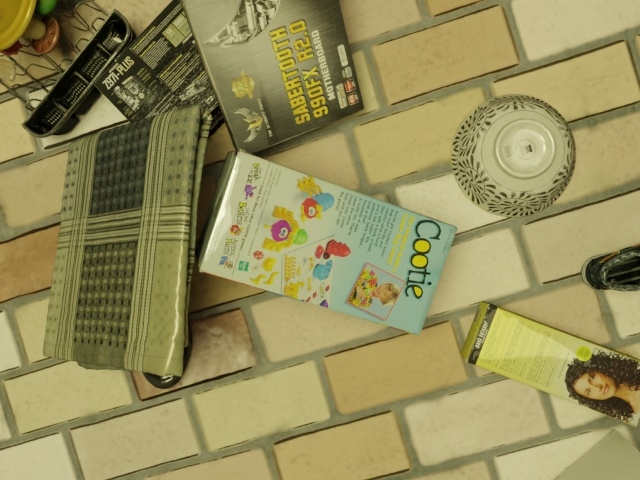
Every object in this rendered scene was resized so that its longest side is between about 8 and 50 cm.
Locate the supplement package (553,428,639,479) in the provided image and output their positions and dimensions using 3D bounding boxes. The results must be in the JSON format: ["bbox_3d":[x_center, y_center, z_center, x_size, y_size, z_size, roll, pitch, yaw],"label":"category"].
[{"bbox_3d":[0.407,0.418,0.742,0.199,0.198,0.262,-43,87,6],"label":"supplement package"}]

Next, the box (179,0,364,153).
[{"bbox_3d":[-0.059,-0.245,0.773,0.183,0.056,0.231,-23,123,-10],"label":"box"}]

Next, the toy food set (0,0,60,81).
[{"bbox_3d":[-0.390,-0.309,0.814,0.128,0.071,0.217,11,90,31],"label":"toy food set"}]

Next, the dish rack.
[{"bbox_3d":[-0.413,-0.298,0.879,0.271,0.074,0.208,41,94,4],"label":"dish rack"}]

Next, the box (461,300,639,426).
[{"bbox_3d":[0.314,0.160,0.818,0.232,0.058,0.087,19,93,6],"label":"box"}]

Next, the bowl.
[{"bbox_3d":[0.261,-0.117,0.809,0.170,0.080,0.170,0,90,6],"label":"bowl"}]

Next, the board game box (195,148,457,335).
[{"bbox_3d":[0.000,0.000,0.764,0.275,0.142,0.144,18,93,-15],"label":"board game box"}]

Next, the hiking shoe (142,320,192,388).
[{"bbox_3d":[-0.233,0.098,0.845,0.086,0.114,0.226,-3,91,6],"label":"hiking shoe"}]

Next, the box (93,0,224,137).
[{"bbox_3d":[-0.192,-0.222,0.854,0.147,0.077,0.180,45,95,3],"label":"box"}]

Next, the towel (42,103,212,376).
[{"bbox_3d":[-0.249,0.006,0.784,0.312,0.056,0.324,-3,78,41],"label":"towel"}]

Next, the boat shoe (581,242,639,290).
[{"bbox_3d":[0.440,0.030,0.790,0.183,0.083,0.065,-16,89,6],"label":"boat shoe"}]
